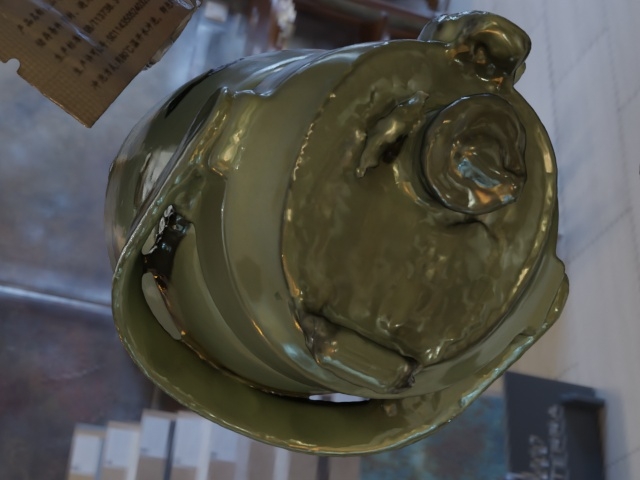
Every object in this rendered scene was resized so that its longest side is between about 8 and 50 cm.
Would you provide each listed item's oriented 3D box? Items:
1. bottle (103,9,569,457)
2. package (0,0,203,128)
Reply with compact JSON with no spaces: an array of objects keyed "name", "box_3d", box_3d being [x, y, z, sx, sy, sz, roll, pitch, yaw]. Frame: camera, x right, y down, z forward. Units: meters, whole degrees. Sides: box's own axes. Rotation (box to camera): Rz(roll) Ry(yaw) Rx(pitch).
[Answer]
[{"name":"bottle","box_3d":[0.000,0.000,0.601,0.352,0.229,0.229,-172,95,-72]},{"name":"package","box_3d":[-0.195,-0.197,0.788,0.062,0.204,0.251,-52,10,28]}]
